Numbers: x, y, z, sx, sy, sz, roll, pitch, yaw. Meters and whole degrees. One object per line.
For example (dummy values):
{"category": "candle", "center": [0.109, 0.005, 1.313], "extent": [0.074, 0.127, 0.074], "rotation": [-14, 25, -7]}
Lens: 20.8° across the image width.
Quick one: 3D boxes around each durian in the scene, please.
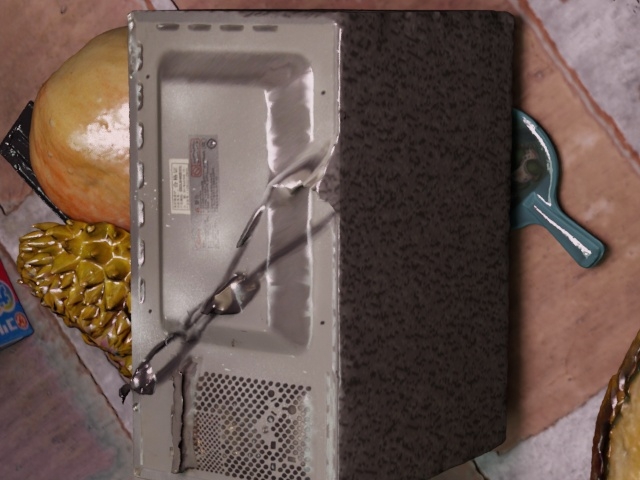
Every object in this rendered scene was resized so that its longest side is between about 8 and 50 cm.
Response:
{"category": "durian", "center": [-0.166, 0.096, 1.804], "extent": [0.341, 0.112, 0.191], "rotation": [44, 141, -23]}

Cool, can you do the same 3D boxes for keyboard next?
{"category": "keyboard", "center": [-0.260, -0.045, 1.952], "extent": [0.250, 0.017, 0.087], "rotation": [46, 117, 11]}

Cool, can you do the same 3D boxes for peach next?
{"category": "peach", "center": [-0.188, -0.098, 1.798], "extent": [0.232, 0.232, 0.232], "rotation": [6, 103, 25]}

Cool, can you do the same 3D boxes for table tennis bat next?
{"category": "table tennis bat", "center": [0.202, -0.048, 1.723], "extent": [0.201, 0.033, 0.124], "rotation": [45, 120, 15]}

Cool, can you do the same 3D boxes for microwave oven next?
{"category": "microwave oven", "center": [0.000, 0.000, 1.633], "extent": [0.236, 0.374, 0.432], "rotation": [5, 100, 35]}

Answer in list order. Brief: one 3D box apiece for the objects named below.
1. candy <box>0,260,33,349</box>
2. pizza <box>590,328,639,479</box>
{"category": "candy", "center": [-0.461, 0.003, 1.980], "extent": [0.100, 0.157, 0.306], "rotation": [-23, 90, 28]}
{"category": "pizza", "center": [0.396, 0.235, 1.665], "extent": [0.435, 0.080, 0.392], "rotation": [-31, 87, 26]}
